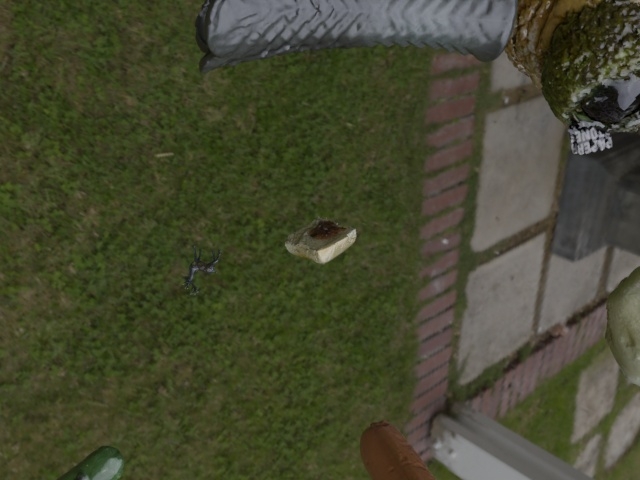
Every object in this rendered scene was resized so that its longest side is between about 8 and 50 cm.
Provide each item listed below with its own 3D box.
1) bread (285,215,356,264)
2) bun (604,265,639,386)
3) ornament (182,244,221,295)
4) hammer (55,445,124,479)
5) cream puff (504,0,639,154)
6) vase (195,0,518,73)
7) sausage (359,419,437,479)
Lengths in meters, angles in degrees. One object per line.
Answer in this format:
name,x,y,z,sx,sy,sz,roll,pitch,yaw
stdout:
bread,0.000,0.000,0.948,0.070,0.083,0.035,-31,122,-24
bun,0.506,0.105,1.059,0.231,0.133,0.231,-5,105,-19
ornament,-0.286,0.074,1.736,0.028,0.073,0.125,101,1,-64
hammer,-0.429,0.421,1.124,0.335,0.119,0.206,-36,106,16
cream puff,0.252,-0.163,0.641,0.183,0.183,0.169,41,42,-48
vase,0.027,-0.181,0.552,0.237,0.115,0.116,-1,113,-14
sausage,0.142,0.386,1.097,0.086,0.289,0.086,-13,123,-21
